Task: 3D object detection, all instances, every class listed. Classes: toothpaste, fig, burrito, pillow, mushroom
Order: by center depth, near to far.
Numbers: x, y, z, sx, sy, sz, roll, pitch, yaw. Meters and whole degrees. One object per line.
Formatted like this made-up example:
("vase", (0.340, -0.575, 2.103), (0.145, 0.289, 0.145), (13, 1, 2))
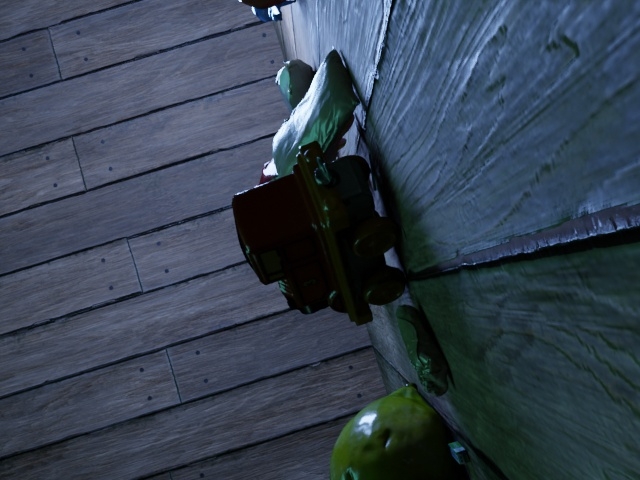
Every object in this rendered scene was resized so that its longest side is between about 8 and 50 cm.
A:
("burrito", (0.146, 0.153, 1.151), (0.188, 0.045, 0.058), (-105, 6, -59))
("toothpaste", (0.211, 0.324, 1.199), (0.083, 0.017, 0.020), (78, 176, -84))
("pillow", (-0.013, -0.185, 1.262), (0.229, 0.050, 0.148), (-56, 40, 39))
("fig", (0.116, 0.377, 1.356), (0.314, 0.233, 0.233), (-119, 11, -57))
("mushroom", (-0.035, -0.320, 1.930), (0.096, 0.099, 0.278), (-99, -10, -56))

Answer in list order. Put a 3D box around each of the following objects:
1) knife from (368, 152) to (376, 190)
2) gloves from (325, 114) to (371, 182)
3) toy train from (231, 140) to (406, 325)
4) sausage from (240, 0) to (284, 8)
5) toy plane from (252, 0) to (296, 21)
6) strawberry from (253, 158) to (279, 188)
("knife", (0.084, -0.110, 1.267), (0.091, 0.005, 0.014), (75, 179, -52))
("gloves", (0.013, -0.112, 1.353), (0.241, 0.126, 0.145), (80, 173, -48))
("toy train", (0.000, 0.000, 1.239), (0.369, 0.232, 0.163), (73, 179, -55))
("sausage", (-0.113, -0.525, 1.450), (0.254, 0.148, 0.148), (-106, 0, -46))
("toy plane", (-0.111, -0.559, 1.689), (0.271, 0.105, 0.254), (73, -179, -73))
("strawberry", (-0.028, -0.114, 1.948), (0.220, 0.274, 0.274), (-52, -44, -44))
